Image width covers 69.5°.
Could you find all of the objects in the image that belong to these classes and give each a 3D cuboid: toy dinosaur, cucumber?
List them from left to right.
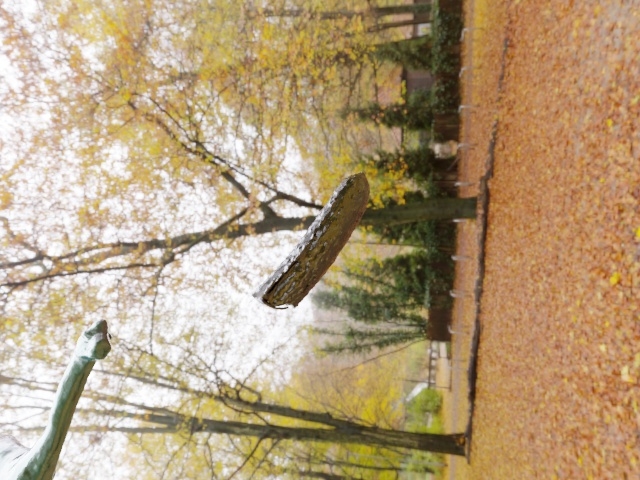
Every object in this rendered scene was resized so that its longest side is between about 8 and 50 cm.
[{"bbox_3d":[-0.368,0.242,0.553,0.129,0.383,0.331,23,-107,-44],"label":"toy dinosaur"},{"bbox_3d":[0.002,0.002,0.668,0.245,0.067,0.067,-51,-20,-7],"label":"cucumber"}]
